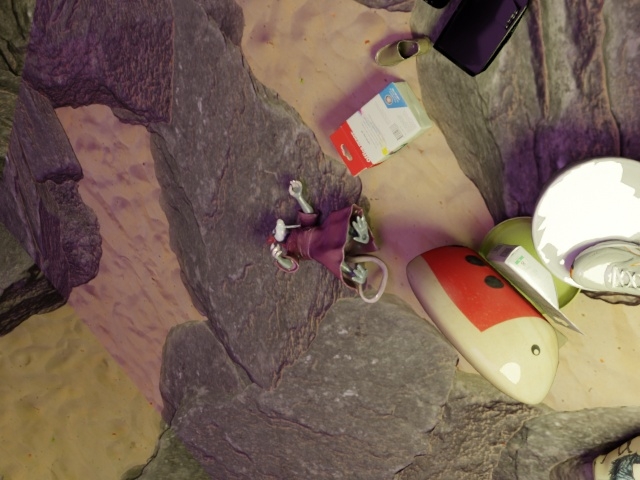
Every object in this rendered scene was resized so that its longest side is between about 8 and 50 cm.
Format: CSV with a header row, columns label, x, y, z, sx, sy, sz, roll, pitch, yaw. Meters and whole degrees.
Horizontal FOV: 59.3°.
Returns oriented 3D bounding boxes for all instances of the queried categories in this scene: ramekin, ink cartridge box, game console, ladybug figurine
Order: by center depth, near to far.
label,x,y,z,sx,sy,sz,roll,pitch,yaw
ramekin,0.560,-0.045,1.134,0.272,0.127,0.273,4,110,12
ink cartridge box,0.473,0.099,1.217,0.224,0.181,0.056,41,93,2
ladybug figurine,0.354,0.150,1.231,0.162,0.305,0.449,-49,40,13
game console,0.275,-0.549,1.251,0.361,0.044,0.213,43,125,16
ink cartridge box,0.147,-0.276,1.415,0.231,0.078,0.134,-33,85,38

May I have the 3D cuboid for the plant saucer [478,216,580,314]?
label,x,y,z,sx,sy,sz,roll,pitch,yaw
plant saucer,0.491,0.057,1.317,0.240,0.037,0.241,13,113,32

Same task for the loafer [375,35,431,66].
label,x,y,z,sx,sy,sz,roll,pitch,yaw
loafer,0.189,-0.452,1.341,0.148,0.050,0.056,-10,100,37

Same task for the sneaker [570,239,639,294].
label,x,y,z,sx,sy,sz,roll,pitch,yaw
sneaker,0.602,0.065,1.030,0.262,0.121,0.099,-1,110,13

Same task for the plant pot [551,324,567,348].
label,x,y,z,sx,sy,sz,roll,pitch,yaw
plant pot,0.501,0.252,1.340,0.109,0.096,0.109,41,125,16

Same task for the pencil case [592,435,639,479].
label,x,y,z,sx,sy,sz,roll,pitch,yaw
pencil case,0.774,0.453,1.164,0.160,0.183,0.410,38,125,-2

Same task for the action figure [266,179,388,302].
label,x,y,z,sx,sy,sz,roll,pitch,yaw
action figure,0.000,0.000,1.594,0.370,0.248,0.275,5,152,47
